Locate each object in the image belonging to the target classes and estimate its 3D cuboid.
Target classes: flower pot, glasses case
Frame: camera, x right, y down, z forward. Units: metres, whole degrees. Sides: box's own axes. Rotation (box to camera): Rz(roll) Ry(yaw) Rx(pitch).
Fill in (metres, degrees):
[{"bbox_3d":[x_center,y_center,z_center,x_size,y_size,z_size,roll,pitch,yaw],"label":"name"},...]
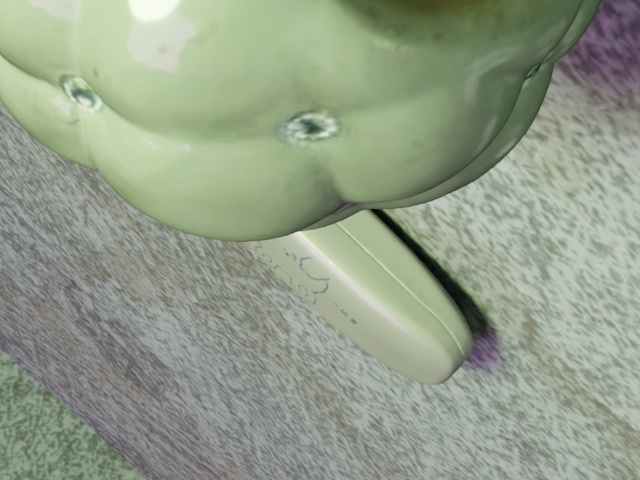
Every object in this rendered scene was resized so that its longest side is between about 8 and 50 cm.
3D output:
[{"bbox_3d":[-0.014,-0.119,0.663,0.246,0.246,0.195,50,155,-16],"label":"flower pot"},{"bbox_3d":[0.000,0.000,1.140,0.233,0.059,0.092,44,162,2],"label":"glasses case"}]
